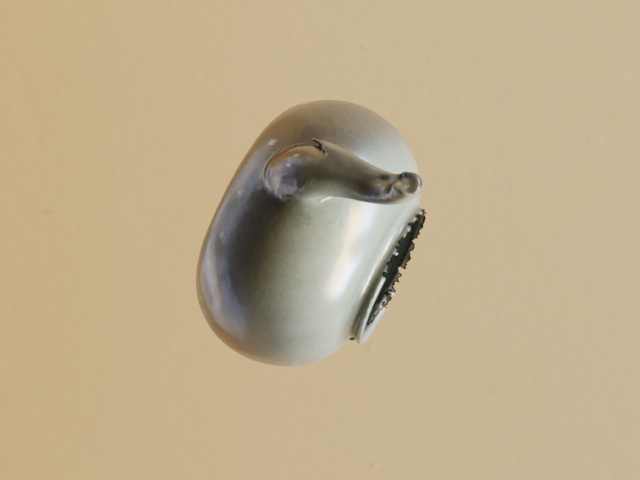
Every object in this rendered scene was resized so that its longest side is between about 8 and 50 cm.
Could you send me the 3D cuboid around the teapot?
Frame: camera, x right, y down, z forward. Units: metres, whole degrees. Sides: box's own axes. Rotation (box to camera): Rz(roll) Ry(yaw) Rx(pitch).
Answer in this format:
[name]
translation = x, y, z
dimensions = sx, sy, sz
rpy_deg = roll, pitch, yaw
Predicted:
[teapot]
translation = 0.000, 0.000, 1.085
dimensions = 0.129, 0.294, 0.193
rpy_deg = 26, -113, 10
